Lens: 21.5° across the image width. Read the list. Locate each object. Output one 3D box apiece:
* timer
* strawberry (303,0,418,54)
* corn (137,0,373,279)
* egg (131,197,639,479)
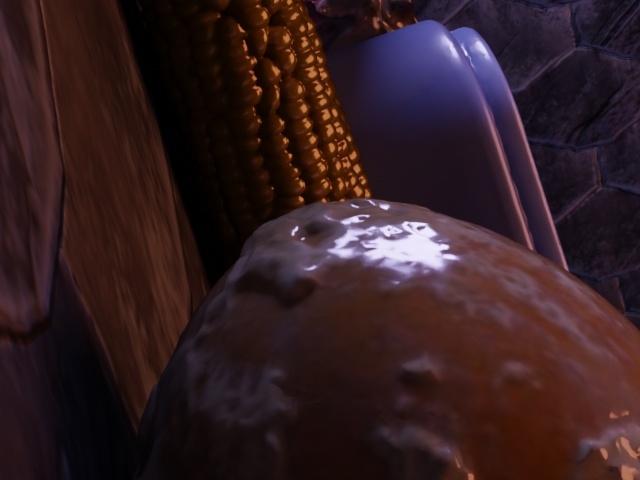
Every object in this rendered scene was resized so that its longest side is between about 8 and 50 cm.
[{"bbox_3d":[0.060,0.045,1.186,0.395,0.173,0.395,162,-90,-84],"label":"timer"},{"bbox_3d":[-0.022,-0.252,1.619,0.265,0.149,0.336,53,6,-38],"label":"strawberry"},{"bbox_3d":[-0.026,-0.045,0.924,0.101,0.101,0.310,-97,173,-65],"label":"corn"},{"bbox_3d":[0.040,0.103,0.542,0.203,0.203,0.245,54,12,-80],"label":"egg"}]
